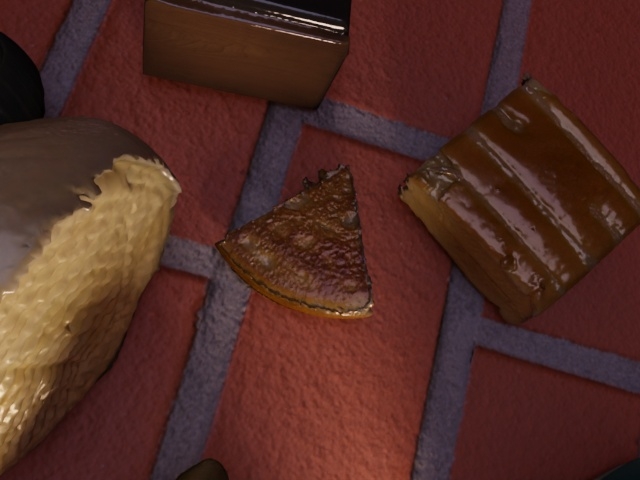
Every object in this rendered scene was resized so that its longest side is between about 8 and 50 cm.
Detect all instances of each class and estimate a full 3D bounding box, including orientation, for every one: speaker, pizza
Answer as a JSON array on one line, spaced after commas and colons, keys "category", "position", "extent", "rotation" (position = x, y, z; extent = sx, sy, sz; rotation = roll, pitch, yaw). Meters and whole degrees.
[{"category": "speaker", "position": [-0.086, -0.278, 0.758], "extent": [0.231, 0.192, 0.153], "rotation": [9, 71, -13]}, {"category": "pizza", "position": [0.000, 0.000, 0.759], "extent": [0.201, 0.053, 0.193], "rotation": [31, 72, 11]}]

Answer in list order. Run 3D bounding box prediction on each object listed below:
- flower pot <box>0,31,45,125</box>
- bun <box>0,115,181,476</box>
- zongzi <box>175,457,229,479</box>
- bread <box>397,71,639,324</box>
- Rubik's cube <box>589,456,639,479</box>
[{"category": "flower pot", "position": [-0.412, -0.127, 0.663], "extent": [0.189, 0.157, 0.243], "rotation": [42, 72, 4]}, {"category": "bun", "position": [-0.293, 0.038, 0.551], "extent": [0.202, 0.364, 0.364], "rotation": [29, 70, 2]}, {"category": "zongzi", "position": [-0.166, 0.445, 0.561], "extent": [0.393, 0.174, 0.356], "rotation": [-32, 95, 3]}, {"category": "bread", "position": [0.256, -0.053, 0.798], "extent": [0.239, 0.111, 0.246], "rotation": [-36, 83, -19]}, {"category": "Rubik's cube", "position": [0.355, 0.418, 0.552], "extent": [0.352, 0.347, 0.352], "rotation": [-20, 79, -16]}]
